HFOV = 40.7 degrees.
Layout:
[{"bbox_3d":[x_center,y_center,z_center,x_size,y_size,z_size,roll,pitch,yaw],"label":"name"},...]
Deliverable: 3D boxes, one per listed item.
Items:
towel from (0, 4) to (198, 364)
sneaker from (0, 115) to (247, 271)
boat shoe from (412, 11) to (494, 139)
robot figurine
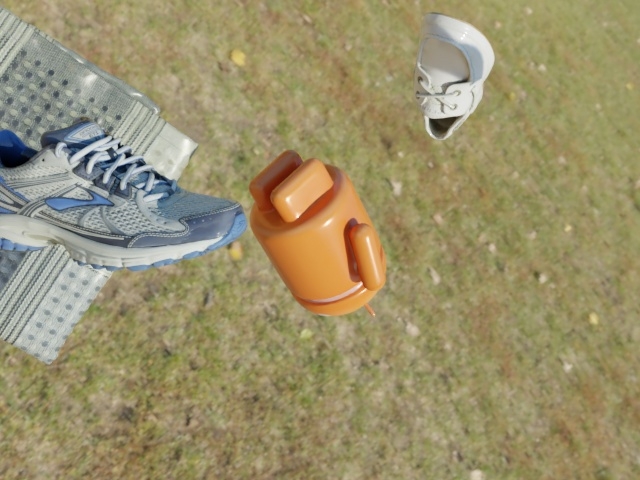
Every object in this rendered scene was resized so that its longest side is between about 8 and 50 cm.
[{"bbox_3d":[-0.341,-0.067,0.955,0.312,0.324,0.056,35,2,-22],"label":"towel"},{"bbox_3d":[-0.096,-0.022,0.367,0.052,0.135,0.058,-38,131,-67],"label":"sneaker"},{"bbox_3d":[0.170,-0.207,1.159,0.098,0.096,0.277,25,-9,17],"label":"boat shoe"},{"bbox_3d":[0.001,0.001,0.998,0.128,0.158,0.219,-78,149,-44],"label":"robot figurine"}]
